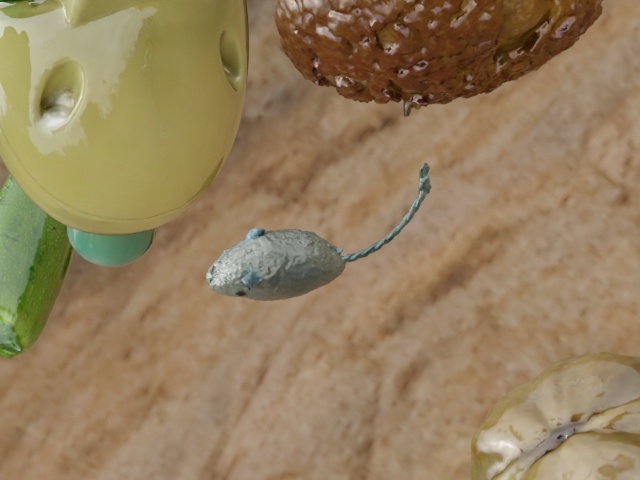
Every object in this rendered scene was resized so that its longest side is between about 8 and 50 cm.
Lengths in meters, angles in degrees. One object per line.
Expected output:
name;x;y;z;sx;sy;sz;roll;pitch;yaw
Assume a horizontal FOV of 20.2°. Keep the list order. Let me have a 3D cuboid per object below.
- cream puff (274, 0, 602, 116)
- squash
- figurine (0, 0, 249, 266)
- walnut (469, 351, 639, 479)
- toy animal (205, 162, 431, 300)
cream puff;0.106;-0.225;1.238;0.212;0.303;0.303;25;82;14
squash;-0.244;-0.011;1.546;0.082;0.082;0.292;-31;27;27
figurine;-0.128;-0.151;0.801;0.324;0.124;0.222;65;154;20
walnut;0.294;0.276;1.677;0.306;0.344;0.306;-30;35;24
toy animal;0.006;0.007;1.835;0.253;0.079;0.070;-20;63;-4
